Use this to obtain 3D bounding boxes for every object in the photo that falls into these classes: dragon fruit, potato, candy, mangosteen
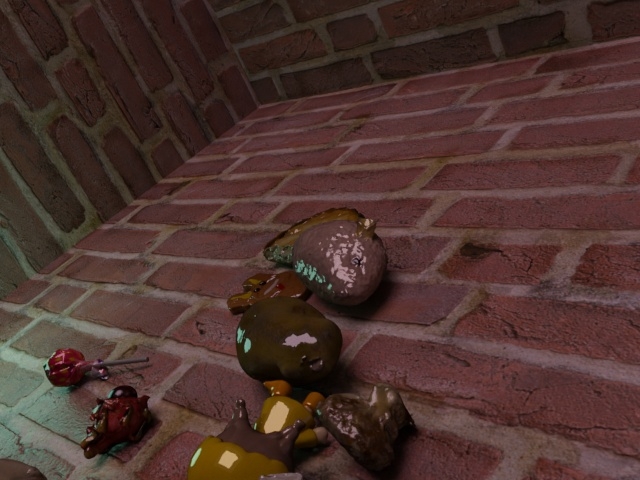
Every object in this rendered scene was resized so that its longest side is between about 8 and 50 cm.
[{"bbox_3d":[-0.516,0.456,1.792,0.208,0.150,0.133,-49,3,-28],"label":"dragon fruit"},{"bbox_3d":[-0.070,0.238,1.651,0.218,0.203,0.351,-2,6,-23],"label":"potato"},{"bbox_3d":[-0.667,0.369,2.143,0.365,0.124,0.124,-9,29,20],"label":"candy"},{"bbox_3d":[-0.528,0.427,1.913,0.081,0.081,0.081,-22,25,11],"label":"mangosteen"}]

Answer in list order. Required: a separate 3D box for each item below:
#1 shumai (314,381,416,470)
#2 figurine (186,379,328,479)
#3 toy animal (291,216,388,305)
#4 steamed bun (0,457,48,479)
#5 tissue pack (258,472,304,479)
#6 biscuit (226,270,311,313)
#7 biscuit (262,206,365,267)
[{"bbox_3d":[0.091,0.340,1.363,0.153,0.161,0.209,-35,8,-10],"label":"shumai"},{"bbox_3d":[-0.118,0.413,1.421,0.215,0.187,0.344,1,28,26],"label":"figurine"},{"bbox_3d":[0.052,0.050,1.917,0.226,0.188,0.358,-43,40,-15],"label":"toy animal"},{"bbox_3d":[-0.799,0.622,1.627,0.309,0.219,0.324,-15,27,24],"label":"steamed bun"},{"bbox_3d":[-0.052,0.488,1.223,0.099,0.149,0.106,-13,29,27],"label":"tissue pack"},{"bbox_3d":[-0.147,0.148,2.114,0.295,0.044,0.186,-8,33,37],"label":"biscuit"},{"bbox_3d":[0.000,0.000,2.223,0.329,0.078,0.335,-31,25,-15],"label":"biscuit"}]
